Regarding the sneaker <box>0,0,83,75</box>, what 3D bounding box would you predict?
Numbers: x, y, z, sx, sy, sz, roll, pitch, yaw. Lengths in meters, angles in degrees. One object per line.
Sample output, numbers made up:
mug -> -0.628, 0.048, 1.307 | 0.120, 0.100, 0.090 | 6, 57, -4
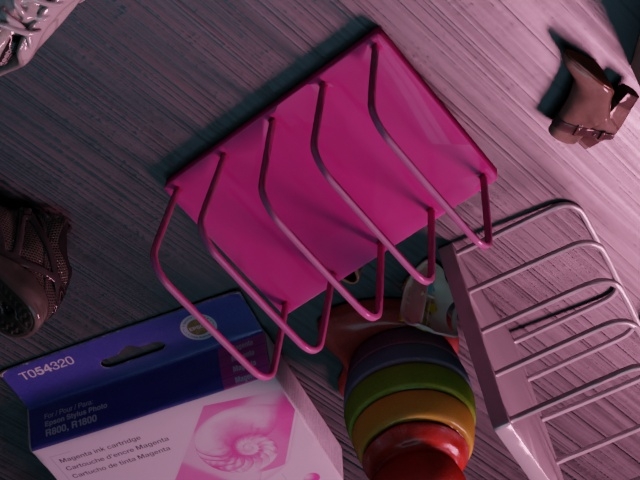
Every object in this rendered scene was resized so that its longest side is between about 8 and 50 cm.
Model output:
sneaker -> -0.258, -0.222, 1.210 | 0.292, 0.118, 0.110 | -37, 124, 23

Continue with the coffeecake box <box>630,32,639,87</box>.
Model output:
coffeecake box -> 0.362, -0.168, 1.274 | 0.068, 0.185, 0.142 | 1, 132, -6

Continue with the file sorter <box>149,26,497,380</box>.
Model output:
file sorter -> 0.002, -0.023, 1.342 | 0.291, 0.182, 0.202 | -34, 112, 22

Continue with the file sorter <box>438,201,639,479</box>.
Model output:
file sorter -> 0.269, 0.122, 1.472 | 0.173, 0.277, 0.193 | -26, 129, 12

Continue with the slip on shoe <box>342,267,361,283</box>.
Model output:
slip on shoe -> 0.000, 0.000, 1.486 | 0.051, 0.041, 0.135 | -28, 129, 19

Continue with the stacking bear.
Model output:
stacking bear -> 0.100, 0.221, 1.528 | 0.164, 0.289, 0.175 | -14, 132, 7

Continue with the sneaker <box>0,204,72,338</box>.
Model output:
sneaker -> -0.349, -0.014, 1.419 | 0.227, 0.130, 0.087 | 48, 122, -6

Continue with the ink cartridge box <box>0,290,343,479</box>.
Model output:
ink cartridge box -> -0.178, 0.236, 1.665 | 0.324, 0.071, 0.330 | -20, 132, 12

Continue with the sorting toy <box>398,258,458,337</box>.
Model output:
sorting toy -> 0.133, 0.077, 1.552 | 0.075, 0.083, 0.045 | 25, 151, -25

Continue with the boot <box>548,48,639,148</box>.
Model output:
boot -> 0.267, -0.140, 1.388 | 0.118, 0.042, 0.087 | 28, 126, -27
